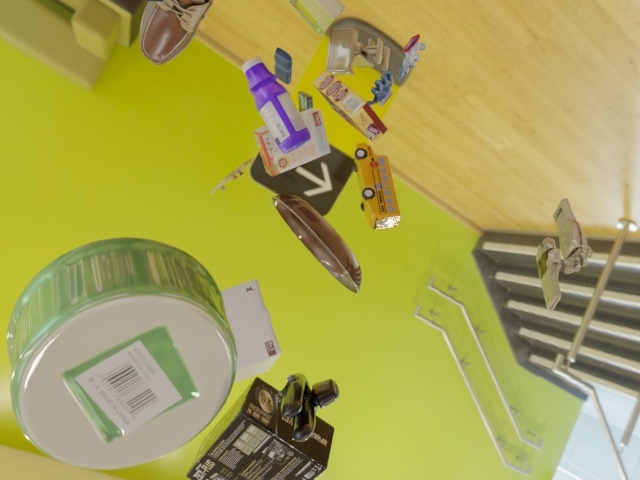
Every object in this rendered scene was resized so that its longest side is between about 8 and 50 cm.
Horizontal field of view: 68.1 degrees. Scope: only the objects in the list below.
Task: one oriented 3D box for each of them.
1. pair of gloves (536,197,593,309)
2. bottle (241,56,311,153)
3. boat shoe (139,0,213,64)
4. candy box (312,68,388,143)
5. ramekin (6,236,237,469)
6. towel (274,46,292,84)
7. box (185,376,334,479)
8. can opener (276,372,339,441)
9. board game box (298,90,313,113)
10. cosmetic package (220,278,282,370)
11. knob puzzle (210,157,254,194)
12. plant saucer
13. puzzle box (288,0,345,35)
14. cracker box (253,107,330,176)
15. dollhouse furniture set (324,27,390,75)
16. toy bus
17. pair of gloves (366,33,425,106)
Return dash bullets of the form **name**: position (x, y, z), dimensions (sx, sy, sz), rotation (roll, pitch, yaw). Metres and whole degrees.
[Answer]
- **pair of gloves**: position (0.626, 0.040, 1.234), dimensions (0.042, 0.204, 0.240), rotation (6, 134, 5)
- **bottle**: position (-0.136, -0.403, 1.416), dimensions (0.283, 0.092, 0.118), rotation (60, 154, -6)
- **boat shoe**: position (-0.297, -0.531, 1.032), dimensions (0.123, 0.324, 0.116), rotation (31, -164, -22)
- **candy box**: position (0.067, -0.312, 1.097), dimensions (0.109, 0.053, 0.187), rotation (36, -169, -50)
- **ramekin**: position (-0.264, 0.161, 0.659), dimensions (0.303, 0.303, 0.148), rotation (33, -177, -33)
- **towel**: position (-0.119, -0.567, 1.543), dimensions (0.067, 0.029, 0.119), rotation (38, 158, 10)
- **box**: position (-0.091, 0.319, 0.715), dimensions (0.147, 0.180, 0.077), rotation (34, -153, -6)
- **can opener**: position (-0.022, 0.184, 0.550), dimensions (0.059, 0.073, 0.186), rotation (55, 180, 10)
- **board game box**: position (-0.056, -0.479, 1.857), dimensions (0.026, 0.186, 0.126), rotation (-10, -151, -15)
- **cosmetic package**: position (-0.232, 0.282, 1.376), dimensions (0.385, 0.156, 0.217), rotation (112, 139, -65)
- **knob puzzle**: position (-0.316, -0.247, 1.792), dimensions (0.030, 0.213, 0.213), rotation (50, 168, -9)
- **plant saucer**: position (0.000, 0.000, 1.144), dimensions (0.310, 0.050, 0.310), rotation (47, 171, 10)
- **puzzle box**: position (-0.055, -0.830, 1.585), dimensions (0.272, 0.052, 0.409), rotation (43, -173, -16)
- **cracker box**: position (-0.093, -0.335, 1.607), dimensions (0.067, 0.232, 0.156), rotation (42, 152, 55)
- **dollhouse furniture set**: position (0.128, -0.703, 1.863), dimensions (0.212, 0.161, 0.242), rotation (8, -177, 29)
- **toy bus**: position (0.208, -0.213, 1.806), dimensions (0.130, 0.333, 0.108), rotation (-7, 155, -2)
- **pair of gloves**: position (0.176, -0.392, 1.115), dimensions (0.023, 0.198, 0.159), rotation (43, -171, 9)
